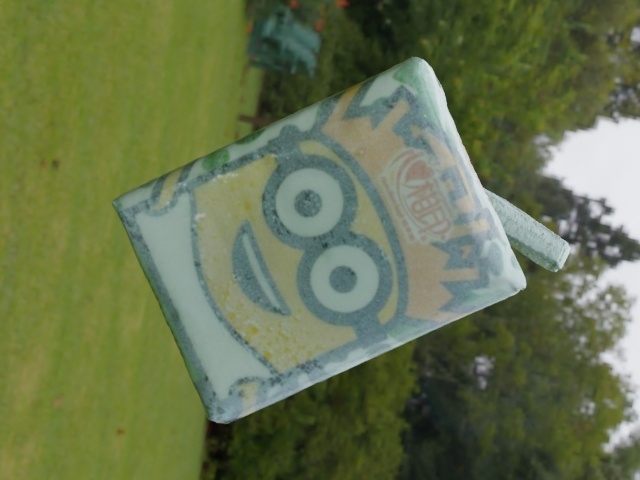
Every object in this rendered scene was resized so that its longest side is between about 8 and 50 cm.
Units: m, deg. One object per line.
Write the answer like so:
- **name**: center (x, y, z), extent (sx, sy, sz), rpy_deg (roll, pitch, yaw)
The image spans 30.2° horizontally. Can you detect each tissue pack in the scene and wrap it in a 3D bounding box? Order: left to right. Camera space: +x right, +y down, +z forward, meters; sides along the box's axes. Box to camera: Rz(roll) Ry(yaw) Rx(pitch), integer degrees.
- **tissue pack**: center (0.000, 0.000, 1.073), extent (0.128, 0.310, 0.228), rpy_deg (-50, 115, -82)

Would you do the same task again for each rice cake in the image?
- **rice cake**: center (0.167, -0.026, 1.149), extent (0.033, 0.170, 0.029), rpy_deg (-59, -176, -16)
